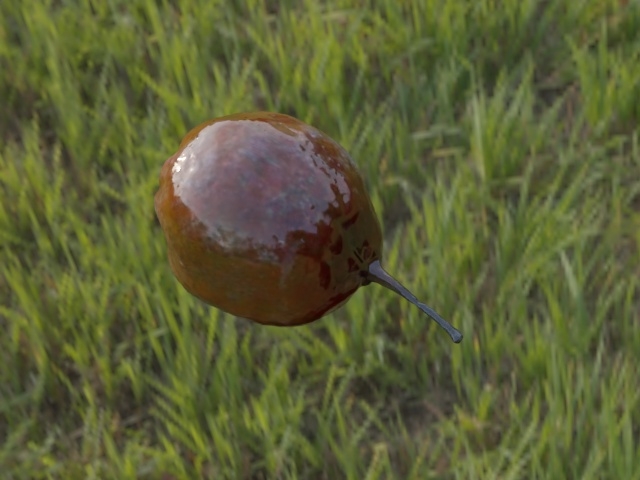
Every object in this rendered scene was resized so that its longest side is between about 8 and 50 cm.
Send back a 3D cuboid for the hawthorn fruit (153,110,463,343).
[{"bbox_3d":[0.000,0.000,0.504,0.103,0.067,0.067,21,56,13],"label":"hawthorn fruit"}]
